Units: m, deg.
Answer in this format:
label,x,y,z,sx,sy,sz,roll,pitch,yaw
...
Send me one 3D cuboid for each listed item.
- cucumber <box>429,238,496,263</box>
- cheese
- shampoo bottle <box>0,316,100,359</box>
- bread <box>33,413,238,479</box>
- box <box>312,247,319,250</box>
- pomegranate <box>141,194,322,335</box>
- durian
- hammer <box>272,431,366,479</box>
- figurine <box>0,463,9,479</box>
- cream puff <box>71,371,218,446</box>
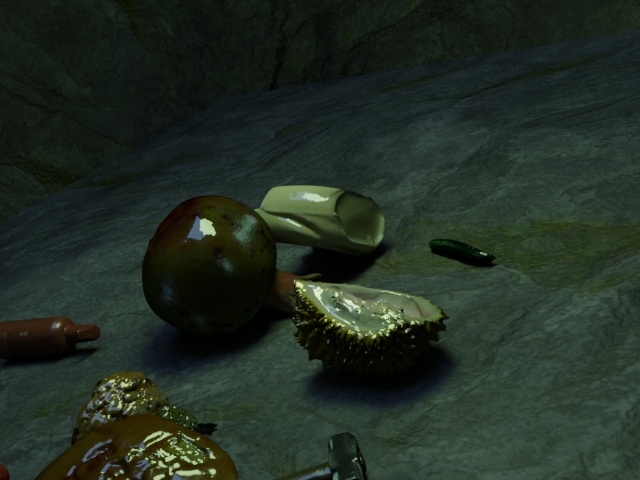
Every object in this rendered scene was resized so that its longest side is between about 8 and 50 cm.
label,x,y,z,sx,sy,sz,roll,pitch,yaw
cucumber,0.266,0.018,1.743,0.033,0.036,0.184,-35,24,-18
cheese,-0.005,-0.041,1.865,0.233,0.127,0.266,5,-4,34
shampoo bottle,-0.558,0.197,1.858,0.244,0.085,0.085,-8,22,26
bread,-0.218,0.334,1.067,0.270,0.148,0.269,-9,37,7
box,0.000,0.000,2.036,0.046,0.012,0.083,-18,20,-1
pomegranate,-0.184,0.069,1.728,0.291,0.323,0.290,-39,29,27
durian,0.078,0.144,1.426,0.250,0.137,0.183,7,0,31
hammer,-0.115,0.347,1.181,0.366,0.043,0.111,-19,21,1
figurine,-0.558,0.355,1.312,0.173,0.173,0.173,-15,20,6
cream puff,-0.232,0.283,1.265,0.169,0.183,0.183,9,29,21
